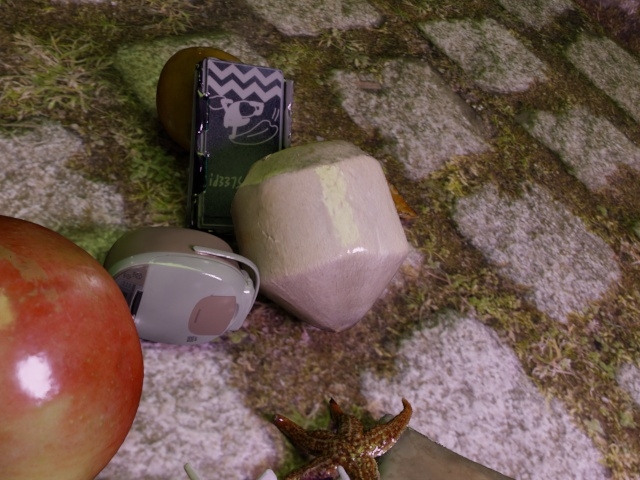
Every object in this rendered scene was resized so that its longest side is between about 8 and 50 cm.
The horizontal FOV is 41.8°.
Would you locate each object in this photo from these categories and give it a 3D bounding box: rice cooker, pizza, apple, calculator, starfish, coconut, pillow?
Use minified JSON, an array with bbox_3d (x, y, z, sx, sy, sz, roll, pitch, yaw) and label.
[{"bbox_3d":[-0.188,0.057,1.107,0.206,0.145,0.127,6,36,-29],"label":"rice cooker"},{"bbox_3d":[0.096,-0.085,1.493,0.176,0.036,0.185,24,39,-9],"label":"pizza"},{"bbox_3d":[-0.334,0.123,0.832,0.319,0.319,0.277,36,24,8],"label":"apple"},{"bbox_3d":[-0.122,-0.139,1.299,0.165,0.028,0.274,3,91,-29],"label":"calculator"},{"bbox_3d":[-0.180,-0.222,1.374,0.182,0.182,0.155,14,51,-17],"label":"apple"},{"bbox_3d":[0.036,0.265,1.042,0.213,0.057,0.238,-19,32,-13],"label":"starfish"},{"bbox_3d":[0.000,0.000,1.199,0.237,0.237,0.266,-14,82,-39],"label":"coconut"},{"bbox_3d":[0.185,0.345,1.069,0.302,0.075,0.185,25,40,1],"label":"pillow"}]

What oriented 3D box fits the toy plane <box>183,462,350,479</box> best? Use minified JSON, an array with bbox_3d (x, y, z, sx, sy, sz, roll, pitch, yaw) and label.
[{"bbox_3d":[-0.060,0.329,0.856,0.252,0.252,0.118,-2,20,-31],"label":"toy plane"}]
